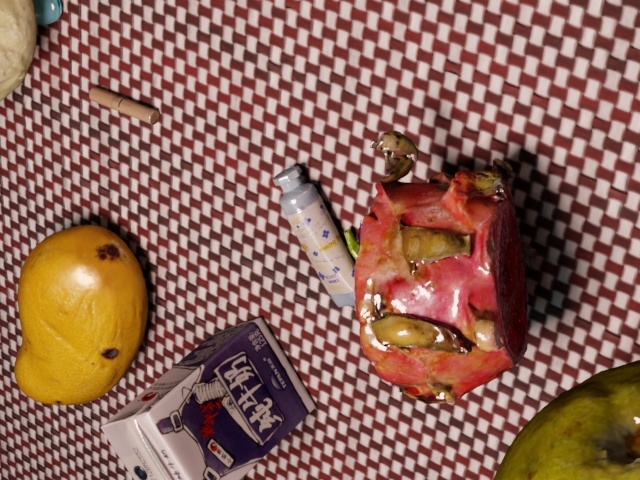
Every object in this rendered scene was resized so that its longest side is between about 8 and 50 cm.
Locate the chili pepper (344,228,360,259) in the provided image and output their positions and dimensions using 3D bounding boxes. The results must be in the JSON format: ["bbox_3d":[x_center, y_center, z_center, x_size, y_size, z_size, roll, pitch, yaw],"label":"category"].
[{"bbox_3d":[0.056,0.020,1.467,0.083,0.017,0.030,37,125,11],"label":"chili pepper"}]

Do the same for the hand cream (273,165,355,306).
[{"bbox_3d":[0.000,0.000,1.478,0.065,0.043,0.171,-5,115,55],"label":"hand cream"}]

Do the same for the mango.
[{"bbox_3d":[-0.307,0.099,1.734,0.177,0.120,0.295,31,134,9],"label":"mango"}]

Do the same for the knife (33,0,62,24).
[{"bbox_3d":[-0.390,-0.274,1.623,0.222,0.031,0.064,0,112,34],"label":"knife"}]

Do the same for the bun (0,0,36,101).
[{"bbox_3d":[-0.504,-0.253,1.523,0.352,0.227,0.349,25,102,18],"label":"bun"}]

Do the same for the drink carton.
[{"bbox_3d":[-0.128,0.206,1.582,0.102,0.222,0.134,-20,103,44],"label":"drink carton"}]

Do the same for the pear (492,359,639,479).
[{"bbox_3d":[0.301,0.283,1.202,0.352,0.352,0.413,14,142,32],"label":"pear"}]

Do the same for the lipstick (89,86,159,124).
[{"bbox_3d":[-0.227,-0.156,1.576,0.094,0.019,0.019,22,128,26],"label":"lipstick"}]

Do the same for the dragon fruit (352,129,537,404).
[{"bbox_3d":[0.130,0.035,1.287,0.147,0.211,0.282,4,111,30],"label":"dragon fruit"}]
